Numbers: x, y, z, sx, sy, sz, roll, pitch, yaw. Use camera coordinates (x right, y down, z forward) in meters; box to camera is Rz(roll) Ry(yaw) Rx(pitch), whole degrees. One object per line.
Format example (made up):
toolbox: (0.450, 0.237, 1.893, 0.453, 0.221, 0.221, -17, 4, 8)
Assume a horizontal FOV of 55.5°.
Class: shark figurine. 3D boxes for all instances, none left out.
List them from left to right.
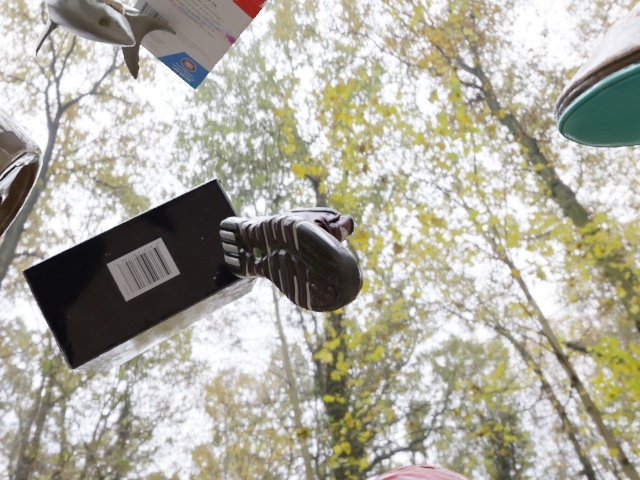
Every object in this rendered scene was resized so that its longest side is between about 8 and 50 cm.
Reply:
shark figurine: (-0.279, -0.252, 0.706, 0.166, 0.278, 0.116, 35, -82, -14)

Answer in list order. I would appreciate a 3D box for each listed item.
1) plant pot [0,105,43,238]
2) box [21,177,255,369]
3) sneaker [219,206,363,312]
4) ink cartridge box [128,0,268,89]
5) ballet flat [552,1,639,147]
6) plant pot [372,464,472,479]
plant pot: (-0.495, -0.106, 0.688, 0.280, 0.323, 0.323, 31, -59, -11)
box: (-0.299, 0.077, 1.106, 0.343, 0.179, 0.312, -28, -6, -15)
sneaker: (0.000, 0.000, 0.760, 0.162, 0.281, 0.107, -16, -71, -32)
ink cartridge box: (-0.154, -0.332, 0.823, 0.134, 0.078, 0.231, 39, -46, -19)
ballet flat: (0.272, -0.146, 0.392, 0.107, 0.106, 0.316, 21, -11, -11)
plant pot: (0.098, 0.318, 0.599, 0.191, 0.191, 0.174, -20, -28, 8)
